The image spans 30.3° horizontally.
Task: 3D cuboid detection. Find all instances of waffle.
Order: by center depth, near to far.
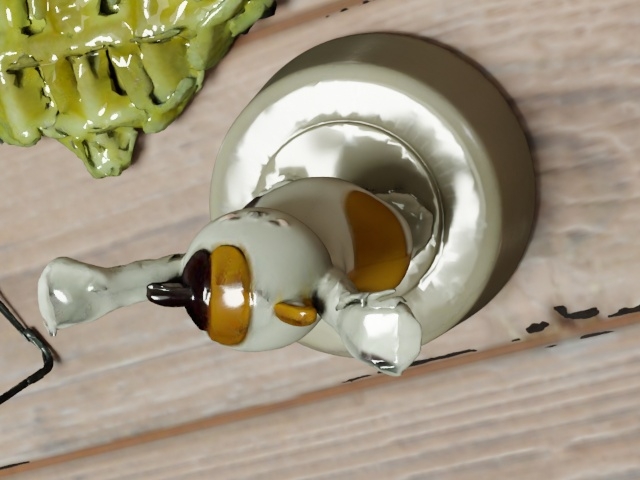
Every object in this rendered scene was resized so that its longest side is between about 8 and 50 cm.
[{"bbox_3d":[-0.155,-0.200,0.644,0.297,0.073,0.317,40,110,3],"label":"waffle"}]

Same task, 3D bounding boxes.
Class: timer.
[{"bbox_3d":[0.000,0.000,0.545,0.175,0.266,0.175,4,104,15],"label":"timer"}]

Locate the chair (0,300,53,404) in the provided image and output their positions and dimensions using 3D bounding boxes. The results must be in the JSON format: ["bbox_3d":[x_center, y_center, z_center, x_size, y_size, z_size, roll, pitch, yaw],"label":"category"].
[{"bbox_3d":[-0.297,0.039,0.706,0.140,0.145,0.221,-33,91,20],"label":"chair"}]
